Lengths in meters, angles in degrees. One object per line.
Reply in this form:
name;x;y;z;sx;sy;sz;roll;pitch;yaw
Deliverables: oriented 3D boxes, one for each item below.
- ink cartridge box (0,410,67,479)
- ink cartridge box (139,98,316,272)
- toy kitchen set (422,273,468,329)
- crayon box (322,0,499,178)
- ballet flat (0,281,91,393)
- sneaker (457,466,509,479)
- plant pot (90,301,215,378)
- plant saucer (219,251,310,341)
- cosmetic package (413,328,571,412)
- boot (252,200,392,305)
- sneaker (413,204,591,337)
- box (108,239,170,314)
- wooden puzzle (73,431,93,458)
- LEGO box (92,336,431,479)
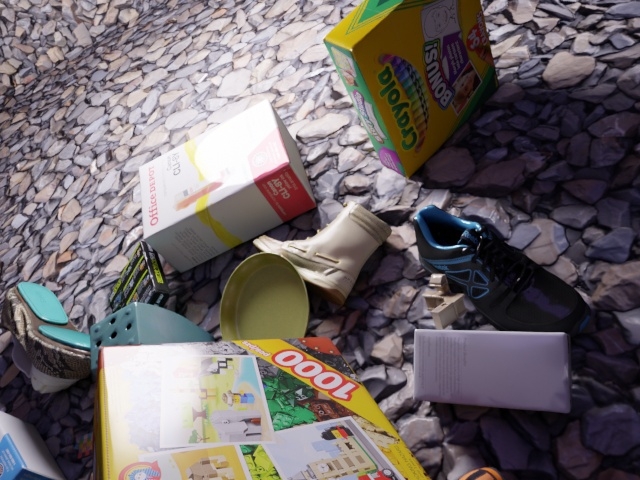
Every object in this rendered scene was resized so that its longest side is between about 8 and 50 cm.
ink cartridge box;-0.700;0.537;1.152;0.223;0.129;0.307;28;72;40
ink cartridge box;-0.237;-0.133;1.395;0.385;0.160;0.279;-27;48;8
toy kitchen set;0.198;0.105;1.002;0.075;0.068;0.083;-27;16;-34
crayon box;0.207;-0.362;1.189;0.313;0.363;0.106;-46;48;-9
ballet flat;-0.642;0.251;1.350;0.483;0.164;0.181;20;89;44
sneaker;0.263;0.438;0.706;0.125;0.180;0.320;-24;79;36
plant pot;-0.327;0.235;1.109;0.166;0.234;0.165;-30;47;7
plant saucer;-0.107;0.144;1.141;0.241;0.037;0.240;-8;77;37
cosmetic package;0.266;0.199;0.892;0.231;0.085;0.117;-1;80;26
boot;0.000;0.000;1.206;0.262;0.095;0.203;25;71;38
sneaker;0.288;0.053;0.976;0.341;0.139;0.125;31;71;39
box;-0.423;0.128;1.322;0.190;0.045;0.184;-56;40;20
wooden puzzle;-0.486;0.429;1.202;0.083;0.006;0.049;-22;48;12
LEGO box;-0.080;0.333;0.713;0.373;0.193;0.500;2;21;-24
